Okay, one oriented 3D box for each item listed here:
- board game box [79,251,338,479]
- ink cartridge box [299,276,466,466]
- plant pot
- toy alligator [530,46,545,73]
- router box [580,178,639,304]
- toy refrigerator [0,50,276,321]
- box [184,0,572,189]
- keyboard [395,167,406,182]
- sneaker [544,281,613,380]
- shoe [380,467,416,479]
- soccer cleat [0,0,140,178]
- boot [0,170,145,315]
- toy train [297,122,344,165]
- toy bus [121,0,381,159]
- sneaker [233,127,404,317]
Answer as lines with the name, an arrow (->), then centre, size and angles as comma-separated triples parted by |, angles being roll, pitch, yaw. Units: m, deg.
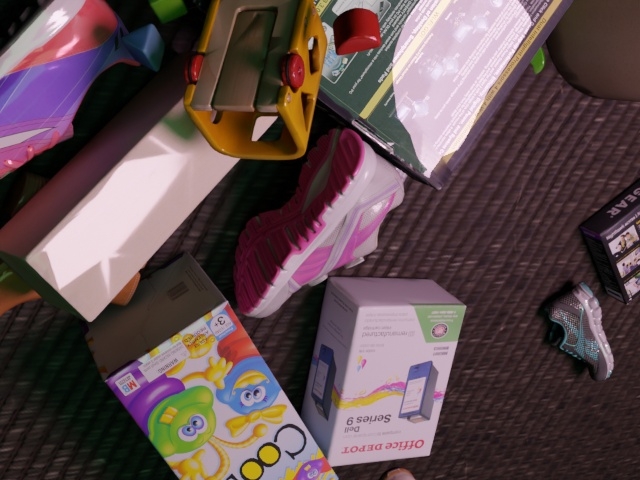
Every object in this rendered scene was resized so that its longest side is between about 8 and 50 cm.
board game box -> -0.119, 0.177, 0.956 | 0.142, 0.144, 0.275 | -34, 120, -10
ink cartridge box -> 0.073, 0.159, 1.075 | 0.154, 0.093, 0.212 | 3, 110, -28
plant pot -> 0.441, -0.259, 0.982 | 0.256, 0.274, 0.256 | -10, 113, -23
toy alligator -> 0.234, -0.287, 1.005 | 0.051, 0.056, 0.190 | 3, 106, 19
router box -> 0.460, -0.016, 1.222 | 0.179, 0.046, 0.133 | -36, 121, -10
toy refrigerator -> -0.168, -0.056, 0.820 | 0.269, 0.102, 0.094 | -51, 124, -21
box -> 0.105, -0.300, 0.876 | 0.318, 0.097, 0.395 | 34, 93, -20
keyboard -> 0.112, -0.138, 1.003 | 0.256, 0.014, 0.072 | -62, 154, 7
sneaker -> 0.360, 0.136, 1.235 | 0.076, 0.065, 0.166 | -23, 116, 2
shoe -> 0.130, 0.416, 1.223 | 0.076, 0.058, 0.219 | -26, 119, -15
soccer cleat -> -0.296, -0.095, 0.788 | 0.318, 0.108, 0.116 | -50, 126, -4
boot -> -0.264, 0.041, 0.876 | 0.152, 0.073, 0.197 | 26, 100, -36
toy train -> 0.042, -0.131, 0.976 | 0.158, 0.036, 0.027 | -37, 121, -9
toy bus -> -0.044, -0.168, 0.762 | 0.202, 0.191, 0.104 | -36, 150, -4
sneaker -> 0.000, 0.000, 0.939 | 0.111, 0.103, 0.252 | 19, 128, -37
